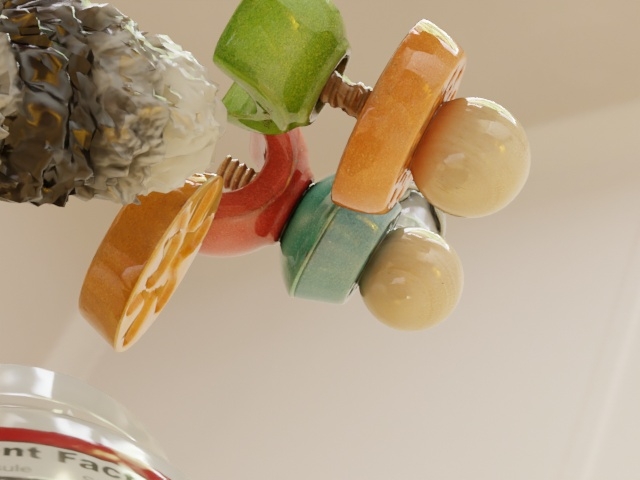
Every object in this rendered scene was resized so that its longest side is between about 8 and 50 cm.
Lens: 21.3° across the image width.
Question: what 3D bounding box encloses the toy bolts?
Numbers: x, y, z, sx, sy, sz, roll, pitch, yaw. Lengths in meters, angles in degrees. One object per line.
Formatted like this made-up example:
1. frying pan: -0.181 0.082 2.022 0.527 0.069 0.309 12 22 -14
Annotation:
1. toy bolts: 0.000 0.000 0.895 0.218 0.158 0.228 -59 173 -12

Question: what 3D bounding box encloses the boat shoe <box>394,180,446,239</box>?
1. boat shoe: 0.047 -0.014 1.183 0.081 0.079 0.227 -60 -168 0

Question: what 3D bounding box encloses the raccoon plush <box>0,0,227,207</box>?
1. raccoon plush: -0.201 -0.188 0.631 0.216 0.299 0.446 35 -156 33

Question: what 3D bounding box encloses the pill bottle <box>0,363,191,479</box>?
1. pill bottle: -0.118 0.200 0.593 0.229 0.229 0.407 -30 -159 2
